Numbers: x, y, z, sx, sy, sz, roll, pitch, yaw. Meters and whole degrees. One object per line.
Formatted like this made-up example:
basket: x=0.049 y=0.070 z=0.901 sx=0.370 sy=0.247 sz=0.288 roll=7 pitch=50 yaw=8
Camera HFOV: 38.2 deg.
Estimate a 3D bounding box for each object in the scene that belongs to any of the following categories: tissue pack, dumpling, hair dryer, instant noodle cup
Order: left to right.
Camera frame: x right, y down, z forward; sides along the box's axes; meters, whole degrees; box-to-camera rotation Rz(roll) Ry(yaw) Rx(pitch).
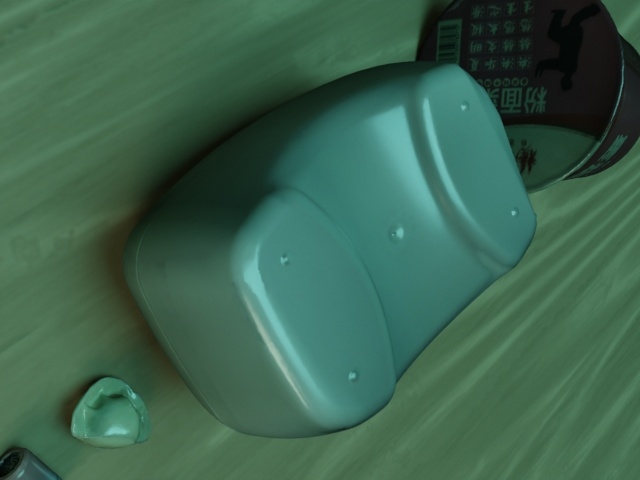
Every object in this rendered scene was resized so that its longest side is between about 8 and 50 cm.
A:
hair dryer: x=-0.250 y=0.222 z=0.714 sx=0.114 sy=0.037 sz=0.063 roll=-48 pitch=123 yaw=-19
dumpling: x=-0.174 y=0.144 z=0.770 sx=0.077 sy=0.043 sz=0.059 roll=6 pitch=74 yaw=-28
tissue pack: x=0.000 y=0.000 z=0.792 sx=0.333 sy=0.236 sz=0.229 roll=-41 pitch=112 yaw=-33
instant noodle cup: x=0.246 y=-0.162 z=1.011 sx=0.178 sy=0.235 sz=0.234 roll=1 pitch=95 yaw=-52
